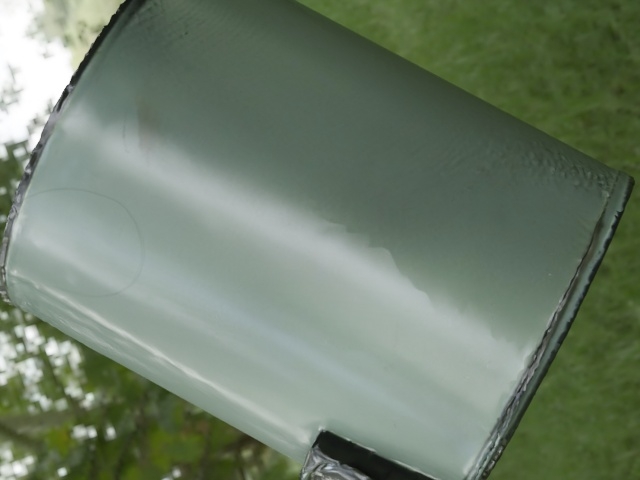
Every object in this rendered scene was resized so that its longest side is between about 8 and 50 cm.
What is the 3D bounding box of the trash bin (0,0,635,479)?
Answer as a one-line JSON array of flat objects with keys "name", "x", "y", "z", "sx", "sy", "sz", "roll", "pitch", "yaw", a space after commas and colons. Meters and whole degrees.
[{"name": "trash bin", "x": 0.000, "y": 0.000, "z": 0.750, "sx": 0.277, "sy": 0.262, "sz": 0.217, "roll": -58, "pitch": -7, "yaw": -35}]
